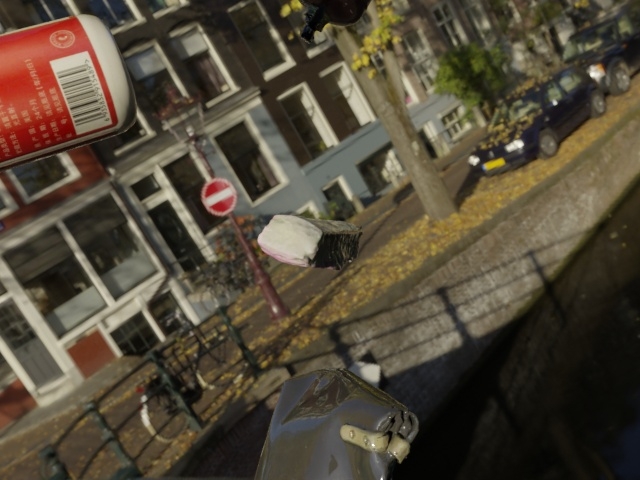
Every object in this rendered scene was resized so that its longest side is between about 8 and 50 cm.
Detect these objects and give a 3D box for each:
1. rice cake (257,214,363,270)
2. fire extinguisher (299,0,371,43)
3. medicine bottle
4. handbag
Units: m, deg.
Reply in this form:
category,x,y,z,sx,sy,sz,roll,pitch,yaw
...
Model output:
category,x,y,z,sx,sy,sz,roll,pitch,yaw
rice cake,0.000,0.000,0.527,0.047,0.036,0.207,8,3,10
fire extinguisher,0.052,-0.416,0.948,0.337,0.114,0.135,-61,10,-1
medicine bottle,-0.326,-0.140,0.688,0.250,0.131,0.131,-22,7,-19
handbag,0.017,0.326,0.833,0.288,0.152,0.342,154,132,-66
